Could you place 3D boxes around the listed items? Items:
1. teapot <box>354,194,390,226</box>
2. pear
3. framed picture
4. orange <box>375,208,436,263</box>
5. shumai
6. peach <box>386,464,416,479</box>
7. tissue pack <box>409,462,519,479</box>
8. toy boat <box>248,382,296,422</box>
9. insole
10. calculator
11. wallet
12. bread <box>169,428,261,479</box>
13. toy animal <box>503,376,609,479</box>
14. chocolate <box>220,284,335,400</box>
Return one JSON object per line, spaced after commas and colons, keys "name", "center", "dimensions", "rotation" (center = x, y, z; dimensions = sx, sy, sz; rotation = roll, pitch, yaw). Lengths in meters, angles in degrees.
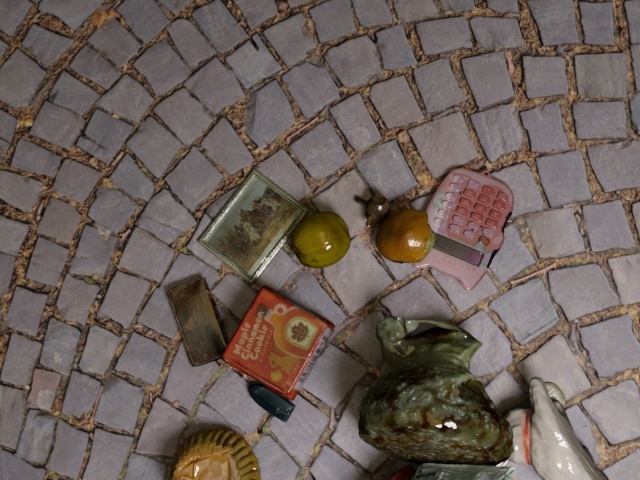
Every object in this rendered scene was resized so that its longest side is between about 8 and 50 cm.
{"name": "teapot", "center": [0.134, -0.090, 1.630], "dimensions": [0.110, 0.080, 0.085], "rotation": [36, 58, 23]}
{"name": "pear", "center": [0.000, 0.000, 1.596], "dimensions": [0.162, 0.149, 0.148], "rotation": [-30, 79, 6]}
{"name": "framed picture", "center": [-0.192, -0.042, 1.689], "dimensions": [0.217, 0.017, 0.274], "rotation": [35, 87, 11]}
{"name": "orange", "center": [0.214, -0.010, 1.569], "dimensions": [0.169, 0.112, 0.160], "rotation": [-60, 43, 26]}
{"name": "shumai", "center": [0.283, 0.357, 1.444], "dimensions": [0.396, 0.395, 0.348], "rotation": [12, 57, 8]}
{"name": "peach", "center": [0.173, 0.722, 1.417], "dimensions": [0.201, 0.258, 0.361], "rotation": [-15, 73, 39]}
{"name": "tissue pack", "center": [0.340, 0.654, 1.300], "dimensions": [0.228, 0.128, 0.310], "rotation": [-14, 95, 38]}
{"name": "toy boat", "center": [-0.137, 0.426, 1.594], "dimensions": [0.141, 0.060, 0.055], "rotation": [29, 87, 17]}
{"name": "insole", "center": [0.484, 0.493, 1.535], "dimensions": [0.348, 0.009, 0.119], "rotation": [-39, 79, 0]}
{"name": "calculator", "center": [0.388, -0.041, 1.610], "dimensions": [0.220, 0.048, 0.329], "rotation": [24, 83, 11]}
{"name": "wallet", "center": [-0.335, 0.226, 1.656], "dimensions": [0.122, 0.031, 0.232], "rotation": [-21, 81, 2]}
{"name": "bread", "center": [-0.282, 0.606, 1.542], "dimensions": [0.240, 0.139, 0.239], "rotation": [-2, 80, 10]}
{"name": "toy animal", "center": [0.561, 0.535, 1.449], "dimensions": [0.188, 0.308, 0.266], "rotation": [-35, 36, 14]}
{"name": "chocolate", "center": [-0.117, 0.267, 1.578], "dimensions": [0.235, 0.108, 0.237], "rotation": [30, 81, 8]}
